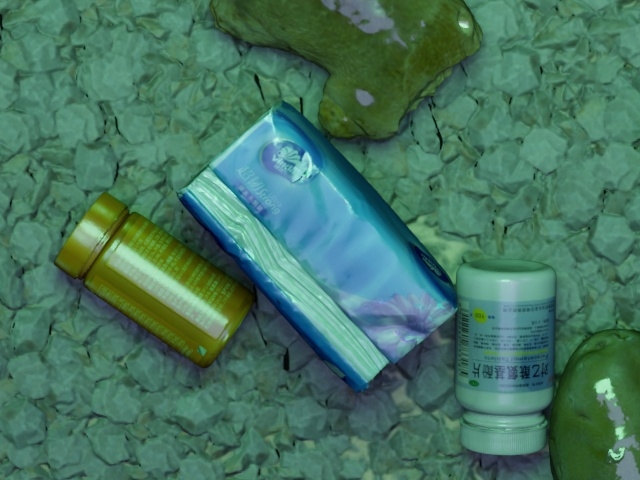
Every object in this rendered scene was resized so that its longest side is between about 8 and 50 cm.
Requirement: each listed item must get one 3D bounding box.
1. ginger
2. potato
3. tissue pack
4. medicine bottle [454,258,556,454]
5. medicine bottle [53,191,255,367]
[{"bbox_3d":[0.022,-0.213,1.766,0.275,0.130,0.221,9,108,7],"label":"ginger"},{"bbox_3d":[0.315,0.203,1.795,0.160,0.178,0.235,-14,100,41],"label":"potato"},{"bbox_3d":[0.000,0.000,1.762,0.146,0.198,0.263,-41,95,5],"label":"tissue pack"},{"bbox_3d":[0.187,0.117,1.817,0.102,0.103,0.187,1,98,3],"label":"medicine bottle"},{"bbox_3d":[-0.168,0.041,1.828,0.192,0.096,0.096,34,99,-2],"label":"medicine bottle"}]
